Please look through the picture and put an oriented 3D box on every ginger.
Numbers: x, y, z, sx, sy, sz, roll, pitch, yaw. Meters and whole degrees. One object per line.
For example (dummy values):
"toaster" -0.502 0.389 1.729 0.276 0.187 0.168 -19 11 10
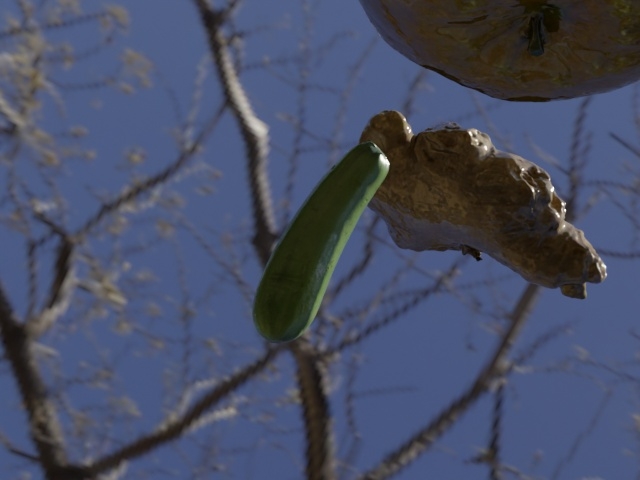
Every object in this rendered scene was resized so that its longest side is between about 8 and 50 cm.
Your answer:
"ginger" 0.122 -0.030 1.442 0.213 0.137 0.074 25 -121 34

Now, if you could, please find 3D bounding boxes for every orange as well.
"orange" 0.139 -0.221 1.153 0.279 0.279 0.235 -17 -125 34

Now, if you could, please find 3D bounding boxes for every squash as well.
"squash" -0.001 -0.001 0.731 0.027 0.027 0.089 21 -98 44
